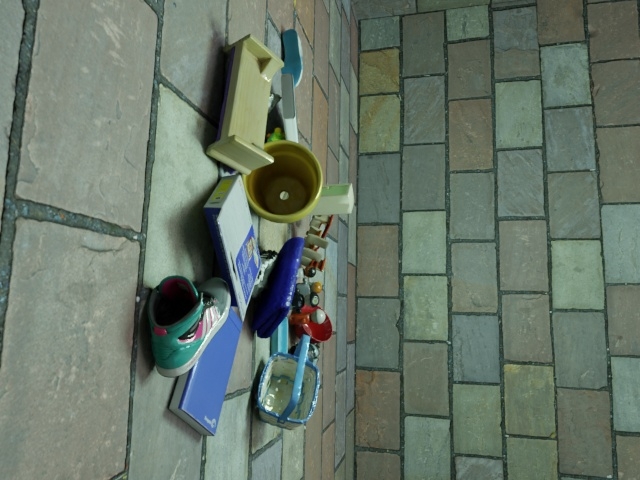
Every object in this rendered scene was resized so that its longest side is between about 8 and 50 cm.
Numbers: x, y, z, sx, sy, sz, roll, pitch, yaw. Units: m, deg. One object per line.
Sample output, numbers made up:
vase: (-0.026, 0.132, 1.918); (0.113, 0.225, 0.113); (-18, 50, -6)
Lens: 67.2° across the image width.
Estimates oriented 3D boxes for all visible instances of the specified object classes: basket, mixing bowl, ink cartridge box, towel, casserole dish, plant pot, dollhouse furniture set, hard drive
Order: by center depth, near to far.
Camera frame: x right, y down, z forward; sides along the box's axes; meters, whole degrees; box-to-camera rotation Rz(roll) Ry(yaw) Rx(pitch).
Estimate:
hard drive: (-0.286, 0.315, 1.256); (0.210, 0.040, 0.319); (72, 21, -50)
ink cartridge box: (-0.241, 0.015, 1.313); (0.307, 0.072, 0.304); (-80, 164, -62)
plant pot: (-0.122, -0.171, 1.588); (0.239, 0.253, 0.254); (105, -14, -81)
basket: (-0.102, 0.485, 1.597); (0.255, 0.200, 0.289); (-76, -169, -48)
towel: (-0.144, 0.152, 1.615); (0.308, 0.076, 0.228); (-81, -162, -44)
casserole dish: (-0.155, 0.369, 1.800); (0.114, 0.036, 0.189); (23, 66, -75)
hard drive: (-0.107, -0.408, 1.814); (0.353, 0.047, 0.233); (86, -1, -58)
dollhouse furniture set: (0.000, 0.000, 2.025); (0.262, 0.135, 0.259); (-73, -172, -52)
mixing bowl: (-0.047, 0.367, 2.042); (0.181, 0.098, 0.182); (32, 35, -26)

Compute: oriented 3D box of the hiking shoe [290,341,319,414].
hiking shoe: (-0.099, 0.563, 1.944); (0.132, 0.113, 0.305); (17, 77, -44)

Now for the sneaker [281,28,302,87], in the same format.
sneaker: (-0.107, -0.730, 1.959); (0.092, 0.087, 0.229); (3, 88, -78)

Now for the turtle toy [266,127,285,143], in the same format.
turtle toy: (-0.160, -0.347, 1.753); (0.130, 0.066, 0.095); (35, 50, -74)

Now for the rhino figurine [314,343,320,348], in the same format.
rhino figurine: (-0.036, 0.394, 2.210); (0.106, 0.073, 0.244); (-69, 154, -47)

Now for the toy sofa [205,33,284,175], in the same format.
toy sofa: (-0.229, -0.380, 1.376); (0.150, 0.177, 0.363); (27, 61, -47)

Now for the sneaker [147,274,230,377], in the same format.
sneaker: (-0.294, 0.137, 1.087); (0.296, 0.123, 0.179); (-70, 165, -53)

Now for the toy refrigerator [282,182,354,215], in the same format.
toy refrigerator: (-0.007, -0.167, 1.942); (0.102, 0.269, 0.094); (-71, 154, -53)

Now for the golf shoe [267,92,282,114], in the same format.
golf shoe: (-0.190, -0.483, 1.695); (0.176, 0.069, 0.086); (-54, 166, -69)

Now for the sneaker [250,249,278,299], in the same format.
sneaker: (-0.197, 0.113, 1.574); (0.234, 0.078, 0.106); (-62, 154, -61)

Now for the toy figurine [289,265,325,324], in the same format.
toy figurine: (-0.063, 0.215, 1.905); (0.213, 0.148, 0.210); (71, 15, -49)
